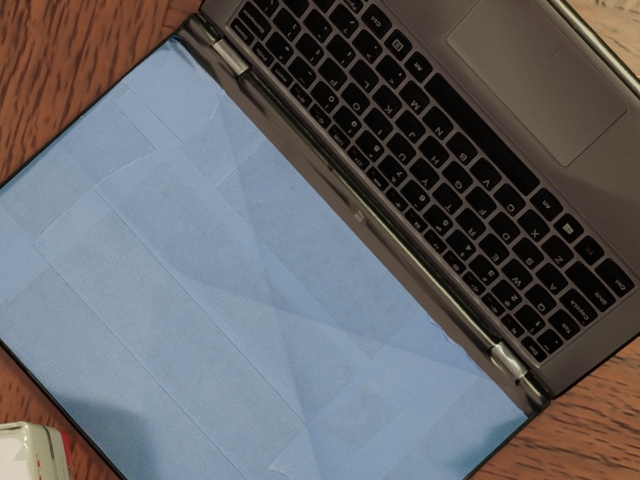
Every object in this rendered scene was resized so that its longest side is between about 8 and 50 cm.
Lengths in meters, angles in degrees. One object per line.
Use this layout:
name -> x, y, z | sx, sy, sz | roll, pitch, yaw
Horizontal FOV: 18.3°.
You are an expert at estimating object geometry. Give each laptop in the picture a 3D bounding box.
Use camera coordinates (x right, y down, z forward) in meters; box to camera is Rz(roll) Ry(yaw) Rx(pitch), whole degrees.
laptop -> 0.000, 0.000, 1.314 | 0.382, 0.408, 0.236 | 47, 51, 3

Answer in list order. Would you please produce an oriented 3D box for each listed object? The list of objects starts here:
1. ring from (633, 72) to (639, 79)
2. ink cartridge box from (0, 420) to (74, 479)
ring -> 0.255, -0.222, 1.440 | 0.337, 0.032, 0.336 | 0, 85, -1
ink cartridge box -> -0.212, 0.209, 1.277 | 0.100, 0.237, 0.172 | -7, 84, -2
